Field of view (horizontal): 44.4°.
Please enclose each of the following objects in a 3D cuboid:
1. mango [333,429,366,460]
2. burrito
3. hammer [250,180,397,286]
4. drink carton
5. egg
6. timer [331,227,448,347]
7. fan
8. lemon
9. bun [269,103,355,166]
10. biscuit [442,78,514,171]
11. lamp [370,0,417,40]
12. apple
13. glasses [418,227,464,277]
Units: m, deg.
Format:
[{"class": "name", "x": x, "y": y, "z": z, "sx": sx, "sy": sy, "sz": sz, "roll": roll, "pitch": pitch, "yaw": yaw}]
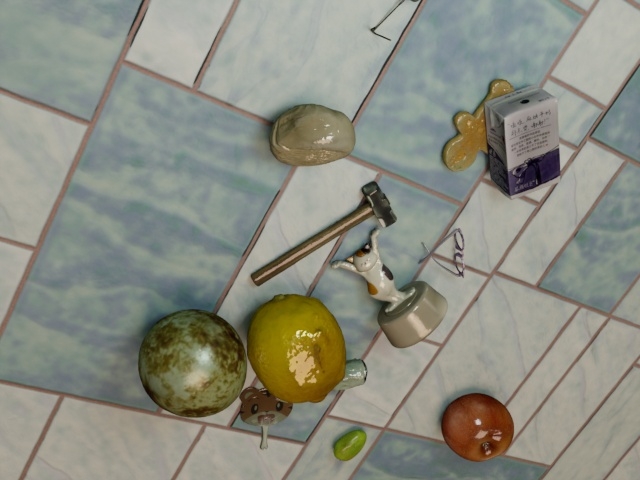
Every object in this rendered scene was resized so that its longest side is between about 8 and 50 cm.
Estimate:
[{"class": "mango", "x": 0.084, "y": 0.568, "z": 2.183, "sx": 0.108, "sy": 0.056, "sz": 0.073, "roll": -44, "pitch": 129, "yaw": 7}, {"class": "burrito", "x": -0.004, "y": 0.352, "z": 1.990, "sx": 0.229, "sy": 0.089, "sz": 0.144, "roll": -9, "pitch": 166, "yaw": -14}, {"class": "hammer", "x": 0.000, "y": 0.000, "z": 1.818, "sx": 0.366, "sy": 0.043, "sz": 0.111, "roll": -31, "pitch": 127, "yaw": 4}, {"class": "drink carton", "x": 0.455, "y": -0.221, "z": 1.762, "sx": 0.134, "sy": 0.101, "sz": 0.222, "roll": -19, "pitch": 127, "yaw": -7}, {"class": "egg", "x": -0.282, "y": 0.283, "z": 1.777, "sx": 0.238, "sy": 0.238, "sz": 0.289, "roll": -29, "pitch": 150, "yaw": 0}, {"class": "timer", "x": 0.160, "y": 0.110, "z": 1.893, "sx": 0.175, "sy": 0.175, "sz": 0.266, "roll": -40, "pitch": 106, "yaw": 8}, {"class": "fan", "x": -0.145, "y": 0.471, "z": 2.074, "sx": 0.153, "sy": 0.008, "sz": 0.226, "roll": -3, "pitch": 120, "yaw": -18}, {"class": "lemon", "x": -0.055, "y": 0.254, "z": 1.838, "sx": 0.234, "sy": 0.233, "sz": 0.288, "roll": -25, "pitch": 105, "yaw": -3}, {"class": "bun", "x": -0.019, "y": -0.224, "z": 1.620, "sx": 0.173, "sy": 0.167, "sz": 0.113, "roll": 2, "pitch": 77, "yaw": -28}, {"class": "biscuit", "x": 0.367, "y": -0.255, "z": 1.785, "sx": 0.153, "sy": 0.030, "sz": 0.234, "roll": 31, "pitch": 107, "yaw": -31}, {"class": "lamp", "x": 0.151, "y": -0.463, "z": 1.577, "sx": 0.041, "sy": 0.054, "sz": 0.121, "roll": 34, "pitch": 98, "yaw": -32}, {"class": "apple", "x": 0.448, "y": 0.534, "z": 2.221, "sx": 0.201, "sy": 0.162, "sz": 0.201, "roll": -10, "pitch": 124, "yaw": -15}, {"class": "glasses", "x": 0.298, "y": 0.037, "z": 1.924, "sx": 0.104, "sy": 0.062, "sz": 0.139, "roll": -11, "pitch": 122, "yaw": -11}]
